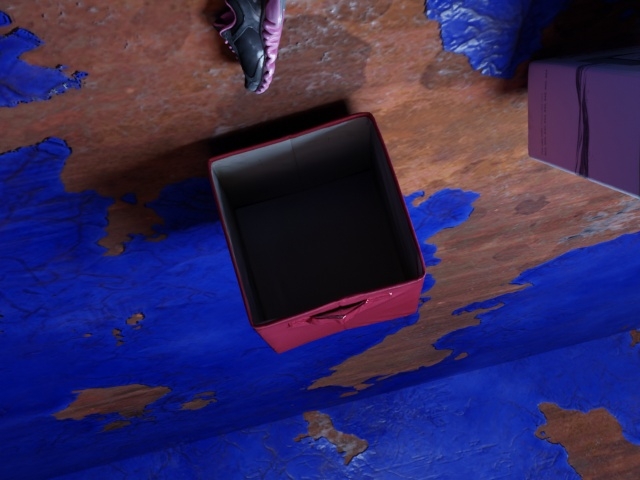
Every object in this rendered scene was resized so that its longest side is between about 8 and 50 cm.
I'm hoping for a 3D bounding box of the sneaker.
[{"bbox_3d":[-0.062,-0.172,0.624,0.057,0.047,0.119,8,150,-6],"label":"sneaker"}]

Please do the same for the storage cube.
[{"bbox_3d":[0.000,0.000,0.826,0.183,0.215,0.193,-17,162,-1],"label":"storage cube"}]

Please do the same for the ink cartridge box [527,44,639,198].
[{"bbox_3d":[0.350,-0.122,0.711,0.198,0.115,0.273,-10,-161,-10],"label":"ink cartridge box"}]
